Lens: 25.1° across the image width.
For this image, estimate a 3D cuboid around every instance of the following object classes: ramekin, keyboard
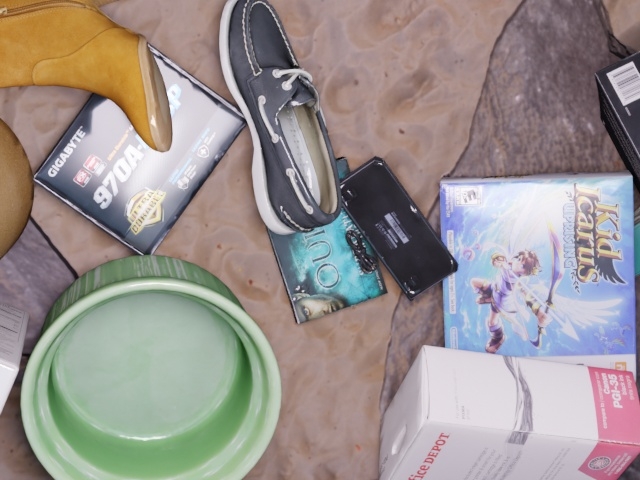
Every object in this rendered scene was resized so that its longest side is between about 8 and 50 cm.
[{"bbox_3d":[-0.206,0.164,1.740,0.303,0.148,0.303,-3,110,-9],"label":"ramekin"},{"bbox_3d":[0.083,-0.009,1.822,0.108,0.023,0.180,-34,98,14],"label":"keyboard"}]

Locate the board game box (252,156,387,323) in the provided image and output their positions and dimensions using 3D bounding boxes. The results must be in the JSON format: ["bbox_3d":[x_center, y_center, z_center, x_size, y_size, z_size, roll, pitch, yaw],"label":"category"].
[{"bbox_3d":[0.000,0.000,1.842,0.126,0.026,0.186,-19,100,-7],"label":"board game box"}]

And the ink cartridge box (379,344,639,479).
[{"bbox_3d":[0.233,0.244,1.815,0.283,0.207,0.117,9,52,-11],"label":"ink cartridge box"}]

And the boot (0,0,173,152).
[{"bbox_3d":[-0.300,-0.202,1.684,0.211,0.104,0.295,-18,66,1],"label":"boot"}]

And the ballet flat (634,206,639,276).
[{"bbox_3d":[0.444,-0.026,1.899,0.213,0.068,0.072,-42,110,3],"label":"ballet flat"}]

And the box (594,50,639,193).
[{"bbox_3d":[0.441,-0.090,1.773,0.103,0.184,0.261,-25,73,4],"label":"box"}]

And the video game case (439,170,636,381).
[{"bbox_3d":[0.279,0.050,1.848,0.244,0.061,0.270,-2,98,6],"label":"video game case"}]

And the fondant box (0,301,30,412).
[{"bbox_3d":[-0.423,0.201,1.637,0.096,0.330,0.238,23,93,-10],"label":"fondant box"}]

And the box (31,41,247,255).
[{"bbox_3d":[-0.221,-0.114,1.776,0.175,0.051,0.220,37,90,-12],"label":"box"}]

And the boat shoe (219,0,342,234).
[{"bbox_3d":[-0.040,-0.160,1.753,0.114,0.091,0.303,-21,97,-46],"label":"boat shoe"}]

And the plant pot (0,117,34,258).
[{"bbox_3d":[-0.460,-0.023,1.615,0.237,0.254,0.237,-1,111,-2],"label":"plant pot"}]
